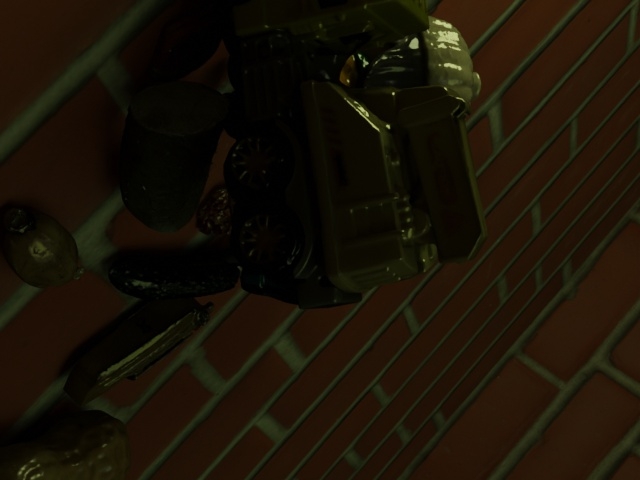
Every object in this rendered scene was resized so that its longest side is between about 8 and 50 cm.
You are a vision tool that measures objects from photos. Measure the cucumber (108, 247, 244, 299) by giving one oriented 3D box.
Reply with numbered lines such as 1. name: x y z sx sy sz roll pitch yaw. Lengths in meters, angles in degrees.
1. cucumber: -0.184 0.046 1.406 0.245 0.067 0.067 -8 131 -58

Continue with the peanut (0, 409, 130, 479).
1. peanut: -0.359 0.317 1.380 0.291 0.143 0.159 -34 162 -39

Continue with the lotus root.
1. lotus root: -0.295 0.015 1.166 0.072 0.063 0.152 -57 154 -13

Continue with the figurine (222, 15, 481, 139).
1. figurine: 0.050 -0.175 1.342 0.332 0.204 0.185 -29 150 -42

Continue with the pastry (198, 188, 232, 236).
1. pastry: -0.087 -0.042 1.460 0.169 0.063 0.087 -25 147 -48

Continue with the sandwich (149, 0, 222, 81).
1. sandwich: -0.144 -0.207 1.166 0.101 0.026 0.069 -38 155 -26

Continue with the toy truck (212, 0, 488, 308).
1. toy truck: 0.024 -0.140 1.102 0.181 0.254 0.405 10 72 -72

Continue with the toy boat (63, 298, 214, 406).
1. toy boat: -0.239 0.140 1.442 0.226 0.068 0.088 -39 159 -29

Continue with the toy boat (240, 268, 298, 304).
1. toy boat: 0.000 0.000 1.590 0.299 0.134 0.092 -34 130 -59

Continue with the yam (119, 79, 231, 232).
1. yam: -0.166 -0.092 1.185 0.107 0.107 0.183 -34 159 -36
